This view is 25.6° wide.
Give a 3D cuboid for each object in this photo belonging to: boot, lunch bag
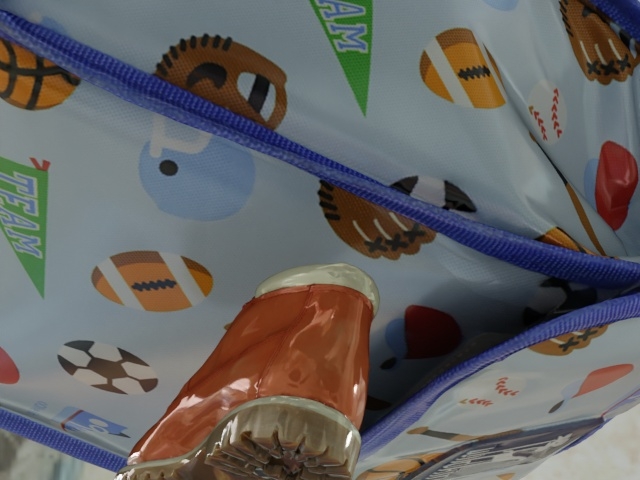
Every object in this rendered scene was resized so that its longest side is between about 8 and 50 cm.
[{"bbox_3d":[-0.027,0.063,0.536,0.158,0.059,0.084,-34,-145,52],"label":"boot"},{"bbox_3d":[0.000,0.000,0.691,0.328,0.386,0.238,-48,-159,52],"label":"lunch bag"}]
